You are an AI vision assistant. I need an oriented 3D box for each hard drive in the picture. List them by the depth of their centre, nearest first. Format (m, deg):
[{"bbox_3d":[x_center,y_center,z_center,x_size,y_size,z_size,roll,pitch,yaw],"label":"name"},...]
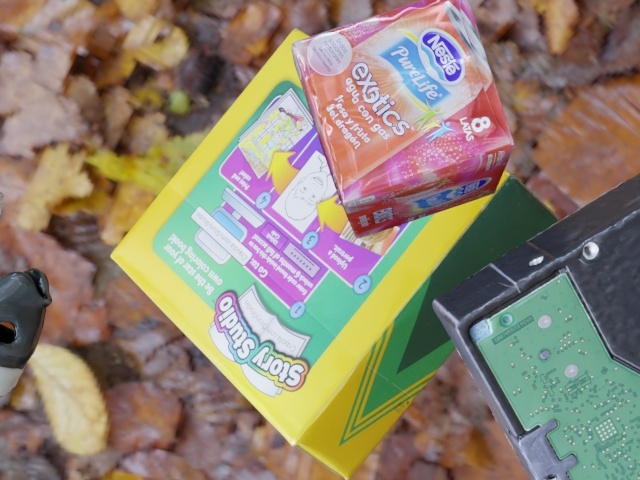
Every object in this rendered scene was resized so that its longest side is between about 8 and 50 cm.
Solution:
[{"bbox_3d":[0.270,0.051,0.956,0.339,0.237,0.064,-32,17,-4],"label":"hard drive"}]

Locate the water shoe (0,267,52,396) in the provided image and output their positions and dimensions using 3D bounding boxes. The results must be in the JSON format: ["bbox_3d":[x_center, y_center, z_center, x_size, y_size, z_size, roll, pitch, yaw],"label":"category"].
[{"bbox_3d":[-0.231,0.005,0.759,0.203,0.073,0.080,28,92,1],"label":"water shoe"}]

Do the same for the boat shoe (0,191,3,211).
[{"bbox_3d":[-0.194,-0.004,0.652,0.113,0.105,0.306,-8,52,-11],"label":"boat shoe"}]

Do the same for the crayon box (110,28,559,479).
[{"bbox_3d":[0.000,0.000,1.468,0.313,0.106,0.363,-51,45,2],"label":"crayon box"}]

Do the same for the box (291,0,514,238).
[{"bbox_3d":[0.063,-0.087,1.131,0.128,0.257,0.123,-18,84,1],"label":"box"}]
